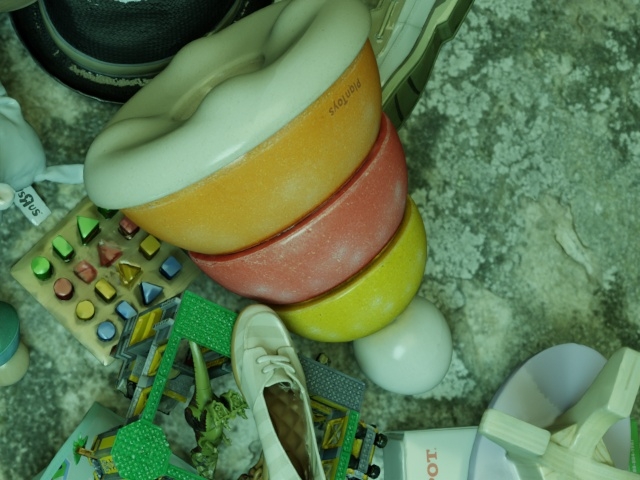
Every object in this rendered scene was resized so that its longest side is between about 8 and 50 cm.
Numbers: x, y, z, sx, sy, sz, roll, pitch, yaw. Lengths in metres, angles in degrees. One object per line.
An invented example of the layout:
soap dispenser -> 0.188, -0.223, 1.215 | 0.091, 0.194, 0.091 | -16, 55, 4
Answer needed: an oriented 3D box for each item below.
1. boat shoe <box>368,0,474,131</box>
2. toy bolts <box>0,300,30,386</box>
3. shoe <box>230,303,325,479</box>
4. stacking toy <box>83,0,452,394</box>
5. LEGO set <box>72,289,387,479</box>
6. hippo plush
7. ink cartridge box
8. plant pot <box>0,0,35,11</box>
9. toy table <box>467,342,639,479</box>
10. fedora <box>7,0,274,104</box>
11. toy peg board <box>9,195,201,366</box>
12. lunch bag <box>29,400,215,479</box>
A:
boat shoe -> 0.087, -0.235, 1.388 | 0.103, 0.113, 0.302 | 29, 79, 16
toy bolts -> -0.442, 0.119, 1.243 | 0.228, 0.158, 0.218 | -24, 47, -3
shoe -> -0.036, 0.168, 1.134 | 0.076, 0.058, 0.219 | -7, 80, -34
stacking toy -> 0.000, 0.000, 1.248 | 0.350, 0.350, 0.480 | -39, 113, -13
LEGO set -> -0.115, 0.208, 1.226 | 0.331, 0.192, 0.255 | 19, 66, -27
hippo plush -> -0.408, -0.064, 1.167 | 0.234, 0.237, 0.294 | -29, 119, 18
ink cartridge box -> 0.225, 0.320, 1.318 | 0.289, 0.121, 0.211 | -1, 81, -11
plant pot -> -0.347, -0.324, 1.190 | 0.237, 0.110, 0.237 | -7, 63, 13
toy table -> 0.266, 0.236, 1.196 | 0.252, 0.161, 0.274 | 12, 77, -8
fedora -> -0.207, -0.326, 1.313 | 0.334, 0.152, 0.334 | 2, 81, -10
toy peg board -> -0.247, 0.033, 1.293 | 0.160, 0.079, 0.161 | 45, 77, -2
lunch bag -> -0.229, 0.329, 1.211 | 0.223, 0.160, 0.262 | 35, 50, -4
